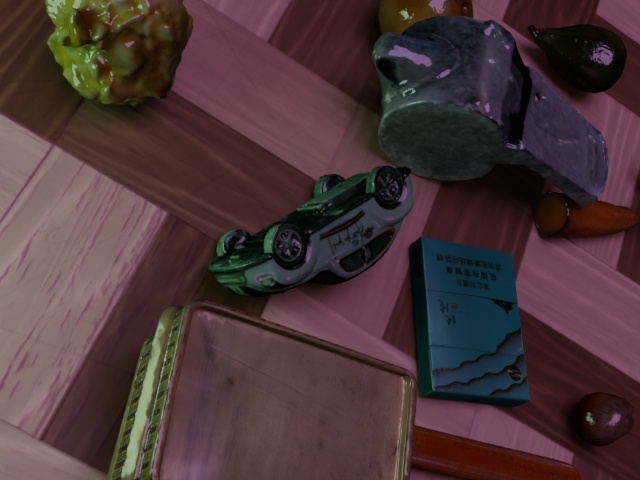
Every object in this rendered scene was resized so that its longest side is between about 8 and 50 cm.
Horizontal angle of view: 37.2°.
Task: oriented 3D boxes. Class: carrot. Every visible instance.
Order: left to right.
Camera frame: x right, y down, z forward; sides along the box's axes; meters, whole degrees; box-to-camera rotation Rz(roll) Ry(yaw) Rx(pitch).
[{"bbox_3d":[0.441,-0.039,1.520,0.205,0.072,0.072,1,68,-28],"label":"carrot"}]

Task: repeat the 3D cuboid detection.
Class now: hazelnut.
[{"bbox_3d":[0.406,0.255,1.361,0.086,0.086,0.086,11,63,-23],"label":"hazelnut"}]

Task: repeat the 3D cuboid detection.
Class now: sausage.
[{"bbox_3d":[0.209,0.291,1.253,0.348,0.053,0.053,18,61,-22],"label":"sausage"}]

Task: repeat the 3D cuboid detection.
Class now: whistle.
[{"bbox_3d":[0.258,-0.189,1.396,0.405,0.188,0.168,14,60,-4],"label":"whistle"}]

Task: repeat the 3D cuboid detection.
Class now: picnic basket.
[{"bbox_3d":[-0.071,0.225,1.075,0.313,0.175,0.228,22,59,-22],"label":"picnic basket"}]

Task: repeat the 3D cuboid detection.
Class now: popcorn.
[{"bbox_3d":[-0.255,-0.266,1.200,0.167,0.185,0.187,20,67,2],"label":"popcorn"}]

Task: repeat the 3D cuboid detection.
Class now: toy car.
[{"bbox_3d":[0.000,0.000,1.240,0.306,0.136,0.125,-34,107,-33],"label":"toy car"}]

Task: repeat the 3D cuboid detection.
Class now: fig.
[{"bbox_3d":[0.431,-0.322,1.629,0.177,0.117,0.117,19,59,0],"label":"fig"}]

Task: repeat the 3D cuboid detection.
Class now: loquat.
[{"bbox_3d":[0.160,-0.351,1.470,0.163,0.163,0.137,-34,127,-34],"label":"loquat"}]

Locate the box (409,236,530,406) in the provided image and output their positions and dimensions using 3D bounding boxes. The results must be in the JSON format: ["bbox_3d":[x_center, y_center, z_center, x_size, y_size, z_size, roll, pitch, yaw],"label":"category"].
[{"bbox_3d":[0.209,0.115,1.344,0.161,0.042,0.226,9,63,-22],"label":"box"}]
